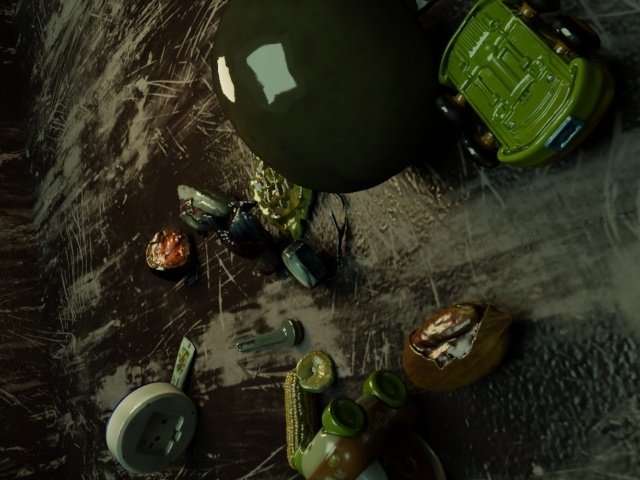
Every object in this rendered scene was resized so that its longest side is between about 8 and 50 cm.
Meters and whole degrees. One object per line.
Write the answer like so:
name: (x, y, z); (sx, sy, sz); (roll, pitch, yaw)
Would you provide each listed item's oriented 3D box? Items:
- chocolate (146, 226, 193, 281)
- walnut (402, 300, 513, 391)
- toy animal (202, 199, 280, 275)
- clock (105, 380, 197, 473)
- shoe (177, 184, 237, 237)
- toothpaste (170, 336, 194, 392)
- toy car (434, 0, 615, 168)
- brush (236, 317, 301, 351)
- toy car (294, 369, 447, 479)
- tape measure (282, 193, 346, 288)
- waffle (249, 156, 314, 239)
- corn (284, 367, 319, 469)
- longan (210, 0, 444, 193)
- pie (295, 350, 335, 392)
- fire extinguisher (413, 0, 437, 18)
chocolate: (-0.397, 0.034, 1.606); (0.127, 0.124, 0.133); (-11, 52, 54)
walnut: (0.203, 0.155, 0.888); (0.207, 0.115, 0.116); (-40, 61, 43)
toy animal: (-0.165, 0.004, 1.297); (0.180, 0.116, 0.218); (66, 159, -4)
clock: (-0.437, 0.490, 1.578); (0.083, 0.230, 0.231); (23, 109, 44)
shoe: (-0.290, -0.067, 1.477); (0.227, 0.099, 0.126); (19, 98, 54)
toothpaste: (-0.393, 0.391, 1.676); (0.067, 0.037, 0.256); (36, 115, 44)
toy car: (0.267, -0.200, 0.771); (0.200, 0.142, 0.248); (-53, 43, 37)
brush: (-0.120, 0.221, 1.351); (0.266, 0.027, 0.062); (-25, 72, 52)
toy car: (0.097, 0.347, 0.954); (0.235, 0.235, 0.145); (55, 131, 33)
tape measure: (0.004, 0.002, 1.182); (0.180, 0.104, 0.107); (-57, 15, -9)
waffle: (-0.083, -0.133, 1.263); (0.204, 0.054, 0.224); (43, 125, 41)
corn: (-0.037, 0.362, 1.217); (0.068, 0.068, 0.208); (-10, 80, 50)
longan: (0.008, -0.243, 0.921); (0.360, 0.360, 0.362); (2, 93, 50)
pie: (-0.009, 0.258, 1.188); (0.084, 0.020, 0.085); (-7, 61, 13)
fire extinguisher: (0.161, -0.461, 0.941); (0.106, 0.075, 0.252); (5, 96, 45)
